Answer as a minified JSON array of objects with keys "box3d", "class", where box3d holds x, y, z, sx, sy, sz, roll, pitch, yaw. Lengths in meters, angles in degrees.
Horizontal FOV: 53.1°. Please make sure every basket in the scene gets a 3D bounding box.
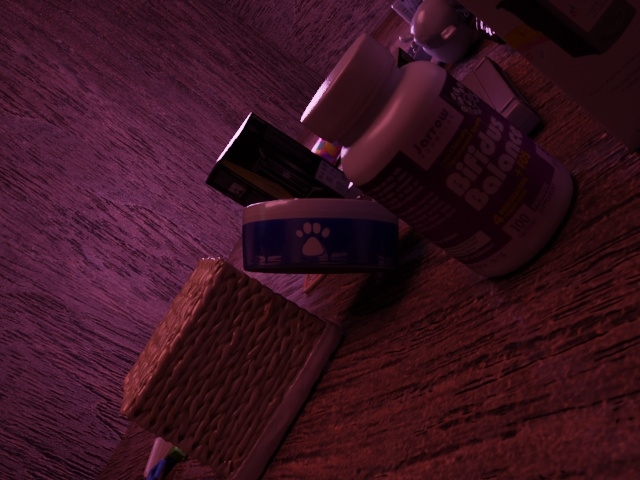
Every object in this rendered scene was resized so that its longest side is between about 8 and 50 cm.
[{"box3d":[-0.183,0.231,1.209,0.331,0.266,0.328,-60,13,-10],"class":"basket"}]

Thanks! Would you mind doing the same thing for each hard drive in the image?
[{"box3d":[0.234,-0.439,1.772,0.172,0.054,0.255,-82,18,-65],"class":"hard drive"}]

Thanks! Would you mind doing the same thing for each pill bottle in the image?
[{"box3d":[0.133,-0.102,0.759,0.169,0.301,0.169,-52,13,17],"class":"pill bottle"}]

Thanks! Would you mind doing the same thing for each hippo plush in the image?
[{"box3d":[0.315,-0.557,1.499,0.234,0.294,0.237,-1,71,38],"class":"hippo plush"}]

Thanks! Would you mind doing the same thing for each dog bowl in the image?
[{"box3d":[0.000,0.000,1.081,0.265,0.264,0.104,163,108,-71],"class":"dog bowl"}]

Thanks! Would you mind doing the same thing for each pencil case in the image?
[{"box3d":[0.048,-0.349,2.255,0.104,0.104,0.236,-34,27,60],"class":"pencil case"}]

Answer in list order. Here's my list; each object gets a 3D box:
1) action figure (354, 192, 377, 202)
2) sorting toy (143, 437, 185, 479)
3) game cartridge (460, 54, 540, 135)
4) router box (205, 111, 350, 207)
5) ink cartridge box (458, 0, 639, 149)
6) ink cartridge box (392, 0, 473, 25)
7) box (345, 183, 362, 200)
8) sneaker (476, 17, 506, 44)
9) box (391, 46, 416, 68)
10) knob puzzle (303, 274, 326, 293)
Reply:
[{"box3d":[0.120,-0.122,1.188,0.285,0.099,0.185,102,-175,-68],"class":"action figure"},{"box3d":[-0.389,0.533,1.736,0.196,0.047,0.348,-49,14,12],"class":"sorting toy"},{"box3d":[0.250,-0.181,1.107,0.230,0.068,0.355,-55,11,26],"class":"game cartridge"},{"box3d":[-0.112,-0.156,1.663,0.243,0.308,0.081,-41,23,47],"class":"router box"},{"box3d":[0.263,-0.273,0.694,0.131,0.306,0.226,-47,14,33],"class":"ink cartridge box"},{"box3d":[0.312,-0.630,1.700,0.045,0.206,0.208,-20,38,60],"class":"ink cartridge box"},{"box3d":[0.049,-0.096,1.709,0.186,0.038,0.145,-53,13,9],"class":"box"},{"box3d":[0.420,-0.492,1.213,0.286,0.109,0.130,-57,20,28],"class":"sneaker"},{"box3d":[0.183,-0.301,1.424,0.142,0.163,0.247,-48,14,27],"class":"box"},{"box3d":[0.004,0.039,1.543,0.213,0.030,0.213,-52,13,17],"class":"knob puzzle"}]
